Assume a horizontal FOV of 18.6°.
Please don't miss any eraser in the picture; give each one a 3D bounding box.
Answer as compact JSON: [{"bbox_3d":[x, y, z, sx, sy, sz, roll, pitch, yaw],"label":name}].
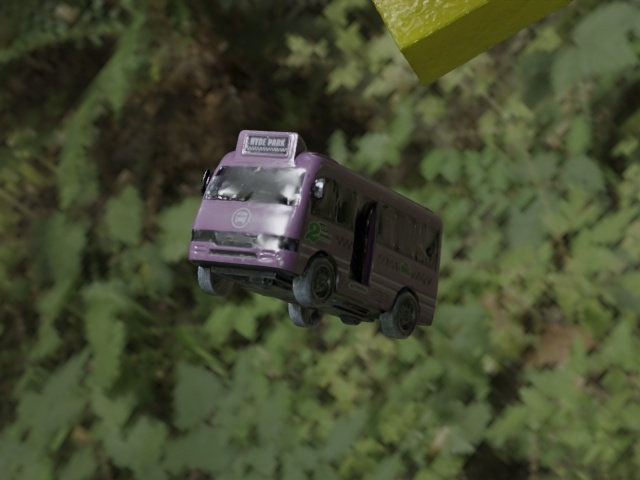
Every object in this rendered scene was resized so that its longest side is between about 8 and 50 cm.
[{"bbox_3d":[0.100,-0.175,1.347,0.122,0.045,0.097,-29,44,5],"label":"eraser"}]

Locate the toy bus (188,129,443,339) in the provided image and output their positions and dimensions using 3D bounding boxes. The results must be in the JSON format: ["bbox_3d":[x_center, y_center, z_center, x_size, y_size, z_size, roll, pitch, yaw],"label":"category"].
[{"bbox_3d":[0.000,0.000,1.199,0.087,0.178,0.098,6,81,33],"label":"toy bus"}]
